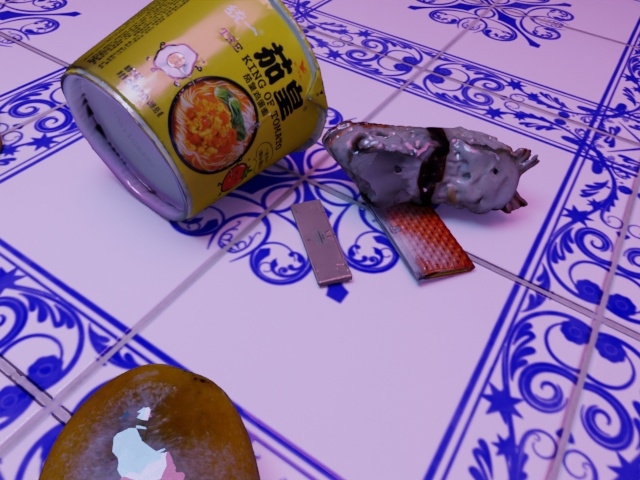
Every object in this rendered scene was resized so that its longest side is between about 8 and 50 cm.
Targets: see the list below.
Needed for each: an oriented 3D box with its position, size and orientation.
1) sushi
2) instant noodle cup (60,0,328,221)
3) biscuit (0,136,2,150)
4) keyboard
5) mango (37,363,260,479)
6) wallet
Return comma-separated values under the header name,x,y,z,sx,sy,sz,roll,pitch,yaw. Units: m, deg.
name,x,y,z,sx,sy,sz,roll,pitch,yaw
sushi,0.168,-0.113,0.758,0.331,0.124,0.130,1,34,-10
instant noodle cup,-0.190,-0.200,0.719,0.325,0.326,0.254,32,60,23
biscuit,-0.699,-0.157,0.790,0.312,0.057,0.351,-22,52,-22
keyboard,0.000,0.000,0.733,0.055,0.017,0.166,-13,49,-10
mango,-0.141,0.257,0.394,0.192,0.146,0.317,-7,54,-1
wallet,0.149,-0.018,0.759,0.103,0.020,0.197,-9,47,-20
